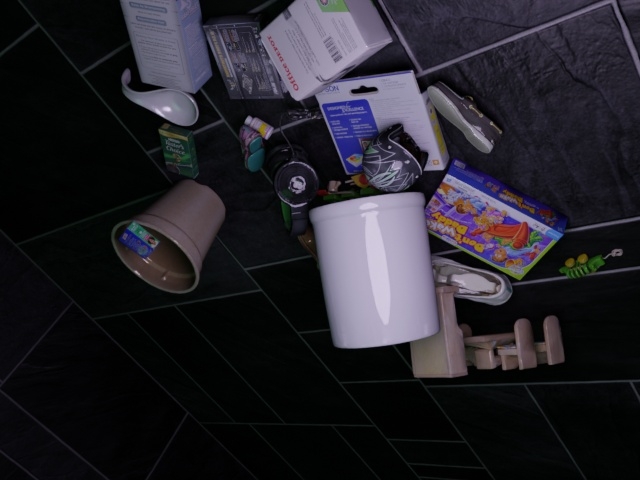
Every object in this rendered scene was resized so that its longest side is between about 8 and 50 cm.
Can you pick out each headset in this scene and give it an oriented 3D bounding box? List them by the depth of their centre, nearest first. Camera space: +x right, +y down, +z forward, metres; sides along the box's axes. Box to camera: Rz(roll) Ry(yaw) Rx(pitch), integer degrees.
[{"bbox_3d":[-0.058,-0.201,1.932,0.185,0.243,0.394,-8,123,-10],"label":"headset"}]

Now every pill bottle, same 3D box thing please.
[{"bbox_3d":[-0.185,-0.342,1.978,0.083,0.043,0.043,31,141,0],"label":"pill bottle"}]

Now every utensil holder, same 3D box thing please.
[{"bbox_3d":[0.157,0.081,1.828,0.328,0.328,0.385,-11,88,39],"label":"utensil holder"}]

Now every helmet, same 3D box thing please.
[{"bbox_3d":[0.188,-0.204,1.699,0.170,0.161,0.169,17,139,15],"label":"helmet"}]

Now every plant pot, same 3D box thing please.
[{"bbox_3d":[-0.497,-0.039,2.286,0.334,0.305,0.333,17,139,15],"label":"plant pot"}]

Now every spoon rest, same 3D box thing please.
[{"bbox_3d":[-0.503,-0.440,2.039,0.276,0.084,0.137,25,141,8],"label":"spoon rest"}]

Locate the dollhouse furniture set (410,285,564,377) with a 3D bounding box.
[{"bbox_3d":[0.466,0.270,2.020,0.394,0.256,0.362,0,170,-35],"label":"dollhouse furniture set"}]

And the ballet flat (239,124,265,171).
[{"bbox_3d":[-0.215,-0.290,2.012,0.079,0.077,0.221,51,167,13],"label":"ballet flat"}]

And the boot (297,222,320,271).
[{"bbox_3d":[0.000,0.000,2.212,0.115,0.112,0.305,-31,111,15],"label":"boot"}]

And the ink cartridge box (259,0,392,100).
[{"bbox_3d":[0.007,-0.494,1.596,0.273,0.115,0.198,-25,95,46],"label":"ink cartridge box"}]

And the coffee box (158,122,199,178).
[{"bbox_3d":[-0.474,-0.299,2.204,0.113,0.040,0.184,19,140,14],"label":"coffee box"}]

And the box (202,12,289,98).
[{"bbox_3d":[-0.199,-0.501,1.807,0.183,0.056,0.231,6,135,28],"label":"box"}]

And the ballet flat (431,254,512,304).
[{"bbox_3d":[0.386,0.114,2.027,0.401,0.139,0.139,9,137,18],"label":"ballet flat"}]

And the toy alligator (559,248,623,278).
[{"bbox_3d":[0.749,0.071,1.833,0.056,0.051,0.190,45,139,-18],"label":"toy alligator"}]

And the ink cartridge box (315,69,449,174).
[{"bbox_3d":[0.163,-0.319,1.772,0.304,0.072,0.307,1,131,32],"label":"ink cartridge box"}]

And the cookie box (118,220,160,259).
[{"bbox_3d":[-0.580,0.000,2.105,0.107,0.040,0.092,40,140,-12],"label":"cookie box"}]

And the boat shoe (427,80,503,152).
[{"bbox_3d":[0.363,-0.320,1.647,0.228,0.068,0.081,43,174,-13],"label":"boat shoe"}]

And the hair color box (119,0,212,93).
[{"bbox_3d":[-0.428,-0.603,1.795,0.186,0.113,0.374,15,139,17],"label":"hair color box"}]

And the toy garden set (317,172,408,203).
[{"bbox_3d":[0.110,-0.154,1.933,0.244,0.049,0.204,-5,166,37],"label":"toy garden set"}]

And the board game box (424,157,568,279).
[{"bbox_3d":[0.472,-0.055,1.849,0.347,0.078,0.233,28,141,3],"label":"board game box"}]
